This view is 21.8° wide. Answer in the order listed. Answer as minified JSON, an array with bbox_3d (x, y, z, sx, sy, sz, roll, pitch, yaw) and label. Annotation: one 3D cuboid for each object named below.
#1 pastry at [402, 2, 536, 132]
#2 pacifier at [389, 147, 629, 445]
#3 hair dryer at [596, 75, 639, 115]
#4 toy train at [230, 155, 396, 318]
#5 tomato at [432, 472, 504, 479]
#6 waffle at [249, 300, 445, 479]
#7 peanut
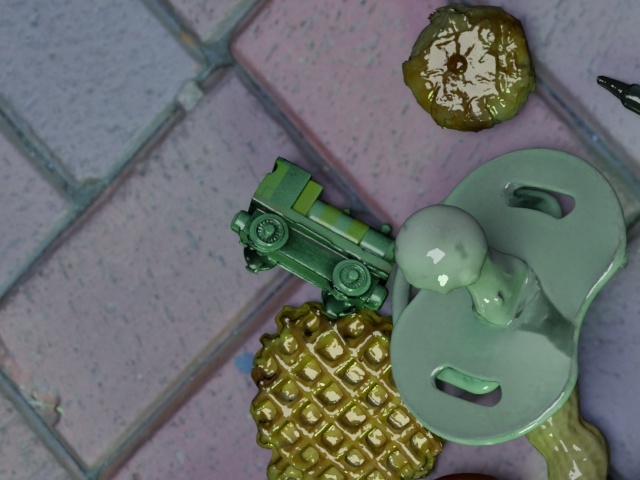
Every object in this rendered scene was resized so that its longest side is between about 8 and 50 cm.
[{"bbox_3d":[0.171,-0.195,1.881,0.153,0.081,0.153,2,99,9],"label":"pastry"},{"bbox_3d":[0.163,0.036,1.795,0.288,0.269,0.343,13,75,40],"label":"pacifier"},{"bbox_3d":[0.387,-0.114,1.836,0.195,0.050,0.173,17,98,21],"label":"hair dryer"},{"bbox_3d":[0.000,0.000,1.935,0.200,0.083,0.132,30,64,2],"label":"toy train"},{"bbox_3d":[0.163,0.334,1.875,0.167,0.167,0.167,1,94,18],"label":"tomato"},{"bbox_3d":[0.031,0.193,1.970,0.238,0.059,0.243,-1,96,15],"label":"waffle"},{"bbox_3d":[0.274,0.216,1.876,0.082,0.082,0.187,-25,84,18],"label":"peanut"}]
